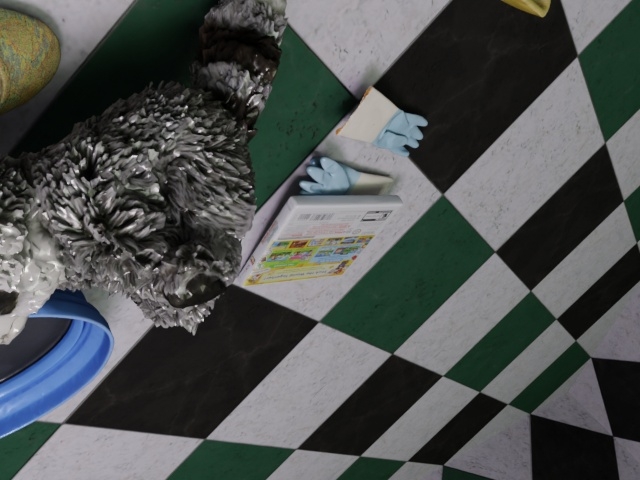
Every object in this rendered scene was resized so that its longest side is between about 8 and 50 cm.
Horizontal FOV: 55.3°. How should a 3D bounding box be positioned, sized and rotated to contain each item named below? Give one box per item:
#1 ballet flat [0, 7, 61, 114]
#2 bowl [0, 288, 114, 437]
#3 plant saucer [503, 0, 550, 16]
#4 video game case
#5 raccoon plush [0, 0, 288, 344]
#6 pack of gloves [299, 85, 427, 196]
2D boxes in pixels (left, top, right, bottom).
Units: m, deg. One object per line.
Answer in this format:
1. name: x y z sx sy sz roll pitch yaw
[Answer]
1. ballet flat: -0.387 -0.121 0.507 0.348 0.123 0.123 -15 137 -30
2. bowl: -0.441 0.158 0.696 0.391 0.077 0.391 -26 159 -11
3. plant saucer: 0.119 -0.416 0.574 0.332 0.081 0.333 8 85 -45
4. video game case: 0.000 0.000 1.009 0.226 0.026 0.206 -4 144 -39
5. raccoon plush: -0.230 -0.106 0.597 0.299 0.447 0.216 20 155 -28
6. pack of gloves: 0.063 -0.139 0.958 0.195 0.046 0.232 -53 152 18
